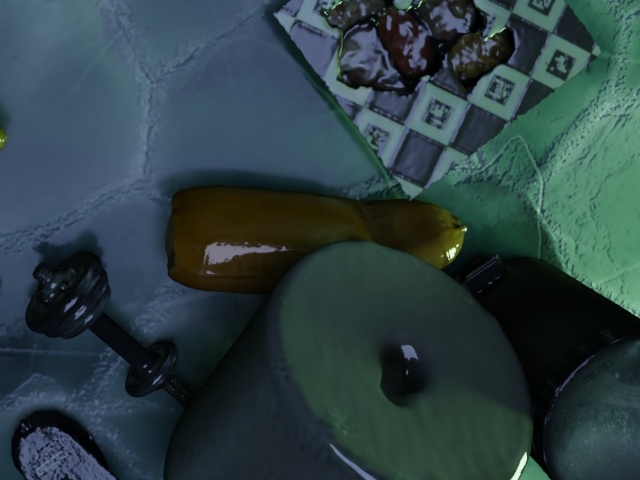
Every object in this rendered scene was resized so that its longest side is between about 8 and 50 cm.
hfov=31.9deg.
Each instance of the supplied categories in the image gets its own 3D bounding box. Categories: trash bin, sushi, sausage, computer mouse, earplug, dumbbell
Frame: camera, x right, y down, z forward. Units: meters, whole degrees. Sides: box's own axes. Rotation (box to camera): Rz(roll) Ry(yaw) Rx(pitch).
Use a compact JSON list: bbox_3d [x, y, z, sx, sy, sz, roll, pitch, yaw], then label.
[{"bbox_3d":[0.288,0.156,1.322,0.203,0.301,0.252,-35,112,-4],"label":"trash bin"},{"bbox_3d":[0.133,-0.245,1.307,0.292,0.059,0.294,-39,109,-1],"label":"sushi"},{"bbox_3d":[-0.001,0.004,1.303,0.353,0.134,0.116,3,122,-13],"label":"sausage"},{"bbox_3d":[-0.302,0.277,1.339,0.099,0.057,0.172,-35,98,-1],"label":"computer mouse"},{"bbox_3d":[0.002,0.239,1.235,0.312,0.313,0.394,21,132,-18],"label":"earplug"},{"bbox_3d":[-0.235,0.115,1.292,0.110,0.110,0.254,-43,116,0],"label":"dumbbell"}]

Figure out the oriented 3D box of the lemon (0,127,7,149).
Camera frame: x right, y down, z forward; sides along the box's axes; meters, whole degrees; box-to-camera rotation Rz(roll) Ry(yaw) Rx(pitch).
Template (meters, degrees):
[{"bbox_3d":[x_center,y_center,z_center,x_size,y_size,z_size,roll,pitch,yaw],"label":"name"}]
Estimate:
[{"bbox_3d":[-0.422,-0.110,1.163,0.187,0.142,0.142,-1,104,-16],"label":"lemon"}]
